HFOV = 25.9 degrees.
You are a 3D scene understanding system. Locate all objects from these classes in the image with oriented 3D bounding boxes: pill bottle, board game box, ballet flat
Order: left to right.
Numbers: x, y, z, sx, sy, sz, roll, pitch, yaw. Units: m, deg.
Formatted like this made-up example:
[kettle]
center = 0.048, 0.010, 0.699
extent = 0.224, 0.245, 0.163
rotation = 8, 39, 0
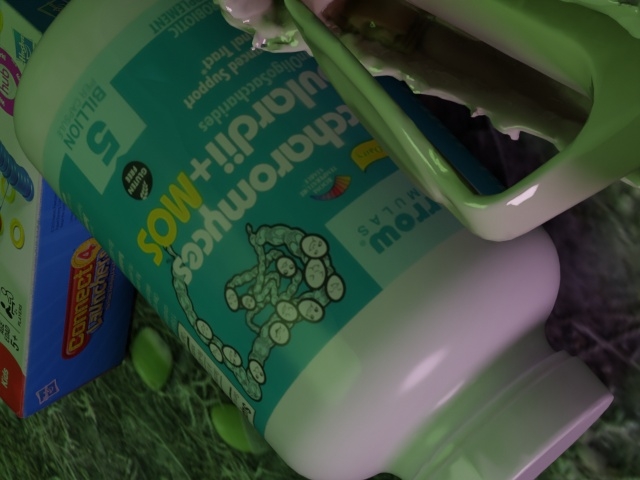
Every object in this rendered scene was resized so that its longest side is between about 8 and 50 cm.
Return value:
[board game box]
center = -0.231, -0.097, 0.846
extent = 0.302, 0.086, 0.308
rotation = 40, 139, 24
[pill bottle]
center = 0.000, 0.000, 0.594
extent = 0.264, 0.146, 0.146
rotation = 47, 141, 16
[ballet flat]
center = 0.115, -0.034, 0.441
extent = 0.409, 0.147, 0.147
rotation = 35, 137, 33
